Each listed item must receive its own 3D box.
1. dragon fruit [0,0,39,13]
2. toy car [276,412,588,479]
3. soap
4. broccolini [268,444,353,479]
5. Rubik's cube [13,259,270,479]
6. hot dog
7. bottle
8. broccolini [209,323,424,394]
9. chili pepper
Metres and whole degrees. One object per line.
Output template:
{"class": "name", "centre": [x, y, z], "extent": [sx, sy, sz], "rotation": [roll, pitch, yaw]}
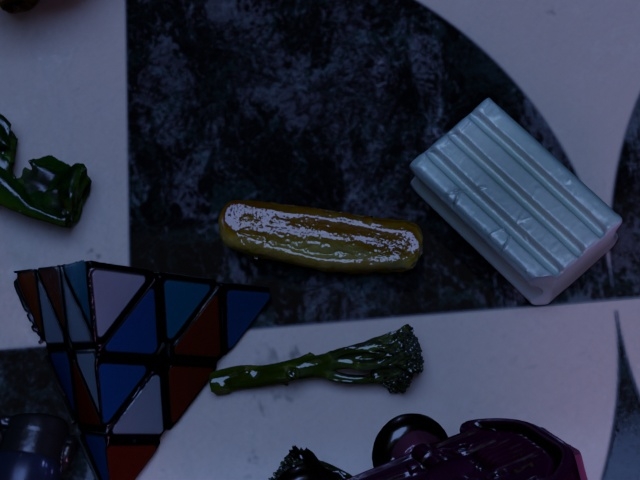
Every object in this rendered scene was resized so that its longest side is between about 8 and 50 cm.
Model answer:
{"class": "dragon fruit", "centre": [-0.327, -0.373, 1.894], "extent": [0.224, 0.224, 0.227], "rotation": [-21, 70, -5]}
{"class": "toy car", "centre": [0.088, 0.315, 1.527], "extent": [0.340, 0.271, 0.240], "rotation": [-21, 105, -12]}
{"class": "soap", "centre": [0.200, -0.040, 1.775], "extent": [0.119, 0.066, 0.198], "rotation": [-40, 69, -11]}
{"class": "broccolini", "centre": [0.042, 0.257, 1.658], "extent": [0.201, 0.074, 0.058], "rotation": [17, 51, 10]}
{"class": "Rubik's cube", "centre": [-0.174, 0.149, 1.729], "extent": [0.250, 0.284, 0.234], "rotation": [6, 84, -28]}
{"class": "hot dog", "centre": [0.000, 0.000, 1.786], "extent": [0.215, 0.047, 0.066], "rotation": [6, 81, 7]}
{"class": "bottle", "centre": [-0.298, 0.286, 1.666], "extent": [0.082, 0.072, 0.244], "rotation": [11, 67, -2]}
{"class": "broccolini", "centre": [-0.002, 0.135, 1.733], "extent": [0.216, 0.058, 0.067], "rotation": [-13, 62, 10]}
{"class": "chili pepper", "centre": [-0.358, -0.093, 1.841], "extent": [0.253, 0.083, 0.099], "rotation": [33, 63, 14]}
